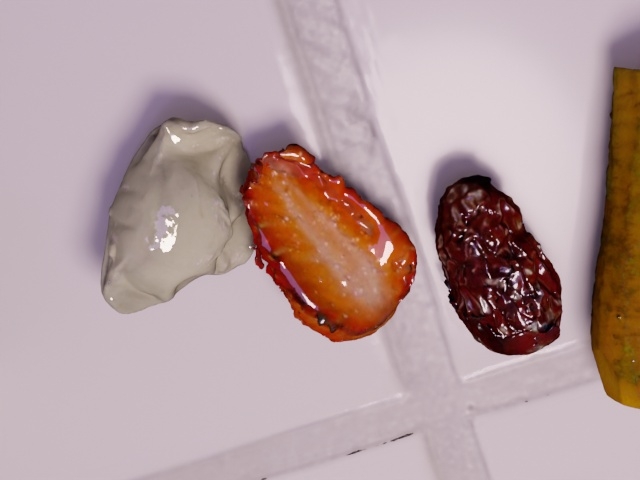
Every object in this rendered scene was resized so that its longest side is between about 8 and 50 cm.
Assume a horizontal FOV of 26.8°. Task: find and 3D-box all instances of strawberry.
[{"bbox_3d":[0.000,0.000,1.170,0.121,0.082,0.188,-40,101,-18],"label":"strawberry"}]

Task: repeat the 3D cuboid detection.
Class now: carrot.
[{"bbox_3d":[0.292,-0.006,1.156,0.114,0.114,0.302,0,104,-2],"label":"carrot"}]

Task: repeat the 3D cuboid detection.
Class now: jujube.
[{"bbox_3d":[0.152,0.022,1.171,0.104,0.104,0.166,-22,96,5],"label":"jujube"}]

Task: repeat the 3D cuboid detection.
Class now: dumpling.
[{"bbox_3d":[-0.114,-0.013,1.159,0.134,0.100,0.169,17,79,-40],"label":"dumpling"}]
